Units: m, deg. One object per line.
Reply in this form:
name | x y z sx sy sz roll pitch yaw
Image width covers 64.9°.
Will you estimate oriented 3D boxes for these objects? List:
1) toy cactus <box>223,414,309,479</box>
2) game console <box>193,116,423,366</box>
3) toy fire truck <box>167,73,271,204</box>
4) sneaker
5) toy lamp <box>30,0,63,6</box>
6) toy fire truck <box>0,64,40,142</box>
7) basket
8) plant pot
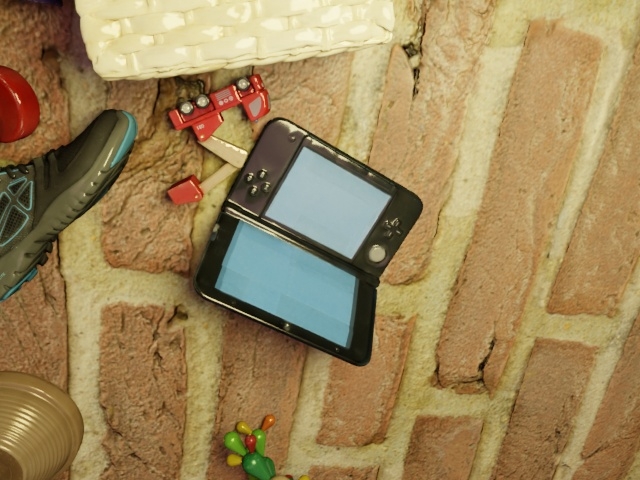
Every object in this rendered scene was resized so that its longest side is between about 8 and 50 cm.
toy cactus | -0.081 0.417 0.901 0.112 0.180 0.219 -35 118 -16
game console | 0.000 0.000 0.751 0.293 0.173 0.250 27 105 -17
toy fire truck | -0.151 -0.146 0.737 0.191 0.047 0.135 -23 109 1
sneaker | -0.395 -0.066 0.692 0.139 0.125 0.341 43 95 -15
toy lamp | -0.342 -0.430 0.593 0.080 0.080 0.275 7 112 -11
toy fire truck | -0.529 -0.208 0.612 0.253 0.169 0.303 -4 115 16
basket | -0.107 -0.359 0.553 0.330 0.266 0.329 -8 112 -4
plant pot | -0.533 0.346 0.836 0.237 0.110 0.238 -3 110 -8
